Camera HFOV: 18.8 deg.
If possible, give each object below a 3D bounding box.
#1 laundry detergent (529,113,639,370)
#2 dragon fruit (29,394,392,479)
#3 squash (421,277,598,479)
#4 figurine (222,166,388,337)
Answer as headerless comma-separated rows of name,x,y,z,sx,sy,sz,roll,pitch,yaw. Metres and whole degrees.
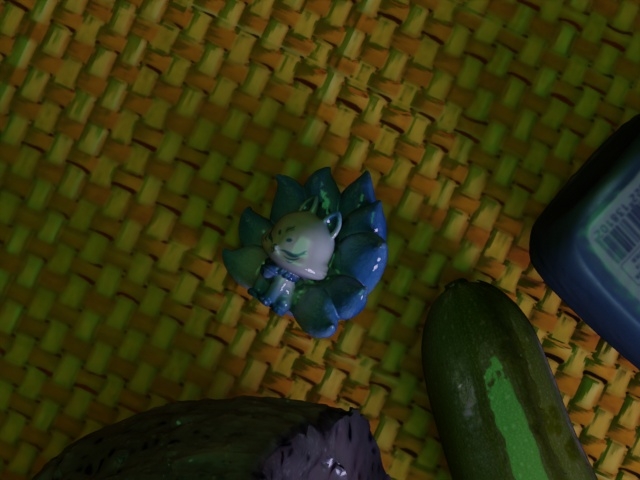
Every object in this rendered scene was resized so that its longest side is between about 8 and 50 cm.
laundry detergent,0.270,0.057,1.220,0.290,0.094,0.143,47,68,-5
dragon fruit,-0.085,0.209,1.132,0.221,0.204,0.283,-1,131,21
squash,0.143,0.185,1.204,0.094,0.094,0.341,-21,91,-5
figurine,0.000,0.000,1.199,0.114,0.079,0.114,-16,61,30
